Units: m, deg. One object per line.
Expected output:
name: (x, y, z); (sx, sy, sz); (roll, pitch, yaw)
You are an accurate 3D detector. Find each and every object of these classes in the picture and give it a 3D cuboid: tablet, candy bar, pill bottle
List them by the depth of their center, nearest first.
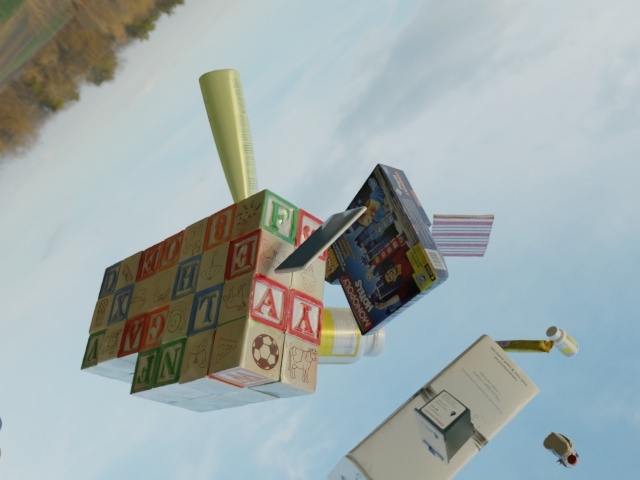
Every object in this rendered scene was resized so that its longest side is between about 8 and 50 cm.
tablet: (0.000, 0.000, 0.521); (0.083, 0.006, 0.054); (-45, -163, -28)
pill bottle: (0.019, 0.171, 1.101); (0.103, 0.184, 0.103); (-24, -117, 61)
candy bar: (0.422, 0.227, 1.308); (0.161, 0.018, 0.040); (-14, -158, 51)
pill bottle: (0.566, 0.236, 1.435); (0.043, 0.083, 0.043); (-40, -156, 22)

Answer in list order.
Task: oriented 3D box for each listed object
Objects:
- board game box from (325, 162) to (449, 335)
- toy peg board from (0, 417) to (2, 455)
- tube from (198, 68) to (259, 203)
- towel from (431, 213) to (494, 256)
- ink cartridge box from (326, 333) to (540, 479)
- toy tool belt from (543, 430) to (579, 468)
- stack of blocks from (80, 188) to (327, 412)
board game box: (0.073, 0.028, 0.868); (0.194, 0.060, 0.194); (-43, -125, 33)
toy peg board: (-0.334, 0.176, 0.521); (0.079, 0.161, 0.161); (-17, -140, 6)
tube: (-0.123, -0.123, 0.886); (0.070, 0.240, 0.062); (-15, -177, -43)
towel: (0.340, -0.014, 1.498); (0.144, 0.197, 0.029); (0, -120, 6)
ink cartridge box: (0.110, 0.199, 0.623); (0.190, 0.082, 0.140); (-36, 161, -24)
toy tool belt: (0.480, 0.416, 1.197); (0.052, 0.051, 0.083); (-46, -149, 1)
stack of blocks: (-0.132, 0.083, 0.634); (0.297, 0.087, 0.171); (-21, -127, 40)
